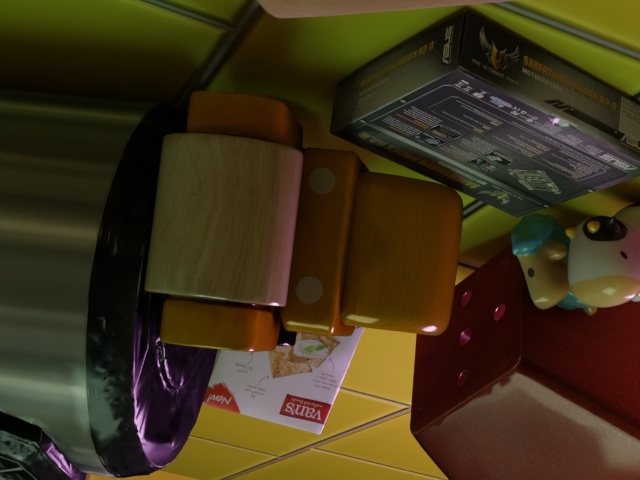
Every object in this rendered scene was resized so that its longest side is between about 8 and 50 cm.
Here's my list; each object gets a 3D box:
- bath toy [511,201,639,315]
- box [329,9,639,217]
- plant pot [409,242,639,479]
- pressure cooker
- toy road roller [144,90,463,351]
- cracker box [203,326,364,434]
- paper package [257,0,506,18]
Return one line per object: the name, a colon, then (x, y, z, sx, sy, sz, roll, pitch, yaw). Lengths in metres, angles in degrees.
bath toy: (0.343, -0.013, 1.124, 0.348, 0.151, 0.129, -19, 109, 50)
box: (0.153, -0.101, 1.060, 0.231, 0.056, 0.183, 22, 157, -27)
plant pot: (0.248, 0.159, 1.348, 0.236, 0.267, 0.267, 30, 133, -21)
pressure cooker: (-0.322, 0.031, 1.179, 0.420, 0.369, 0.375, 7, -161, 8)
toy road roller: (0.000, 0.000, 1.067, 0.241, 0.202, 0.329, 6, 176, 9)
cracker box: (-0.035, 0.094, 1.397, 0.156, 0.232, 0.067, 17, -169, -21)
paper package: (0.069, -0.255, 0.565, 0.325, 0.168, 0.309, -1, 157, 24)
